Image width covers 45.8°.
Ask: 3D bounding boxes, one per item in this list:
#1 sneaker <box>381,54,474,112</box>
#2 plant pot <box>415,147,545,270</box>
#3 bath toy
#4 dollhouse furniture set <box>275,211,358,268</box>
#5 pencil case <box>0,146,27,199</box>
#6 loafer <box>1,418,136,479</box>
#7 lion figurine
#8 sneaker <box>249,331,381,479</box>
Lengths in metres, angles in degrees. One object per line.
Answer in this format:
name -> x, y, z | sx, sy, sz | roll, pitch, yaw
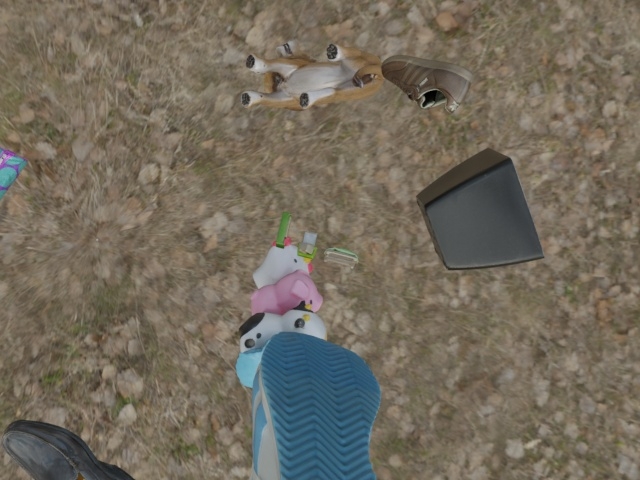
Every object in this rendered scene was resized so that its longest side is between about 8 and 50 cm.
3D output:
sneaker -> 0.155, -0.249, 1.207 | 0.066, 0.188, 0.071 | 24, 88, -39
plant pot -> 0.277, -0.043, 1.373 | 0.167, 0.188, 0.187 | -22, 102, 4
bath toy -> -0.063, 0.113, 1.351 | 0.151, 0.348, 0.129 | 6, 120, -4
dollhouse furniture set -> 0.000, 0.000, 1.333 | 0.152, 0.076, 0.058 | 14, 77, 1
pencil case -> -0.598, -0.099, 1.363 | 0.064, 0.070, 0.151 | 30, 76, -2
loafer -> -0.275, 0.255, 0.822 | 0.170, 0.061, 0.062 | 31, 107, -2
lion figurine -> 0.009, -0.309, 1.450 | 0.240, 0.392, 0.142 | -9, 110, -43
sneaker -> -0.011, 0.144, 0.467 | 0.087, 0.228, 0.092 | 18, 119, -12
